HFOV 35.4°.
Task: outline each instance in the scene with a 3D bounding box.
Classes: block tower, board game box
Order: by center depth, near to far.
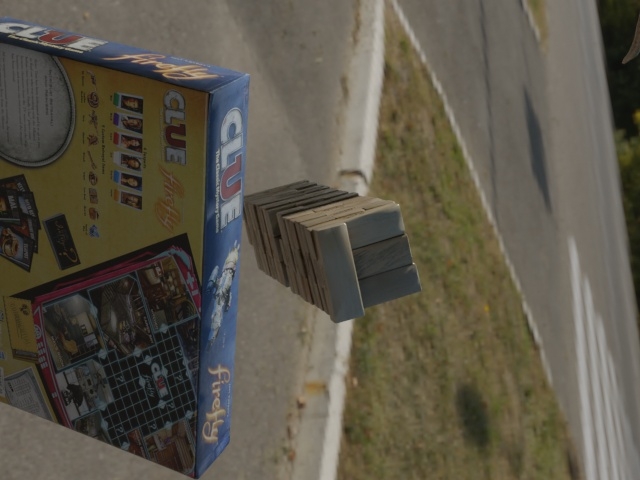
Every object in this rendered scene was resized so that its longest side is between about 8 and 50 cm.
[{"bbox_3d":[-0.127,0.007,0.588,0.042,0.165,0.243,-40,142,-56],"label":"board game box"},{"bbox_3d":[0.000,0.000,1.051,0.335,0.097,0.091,-152,-133,-73],"label":"block tower"}]

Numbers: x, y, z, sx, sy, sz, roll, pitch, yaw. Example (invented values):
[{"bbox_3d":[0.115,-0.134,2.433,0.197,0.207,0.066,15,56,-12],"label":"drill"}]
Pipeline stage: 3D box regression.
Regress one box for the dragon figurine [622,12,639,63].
[{"bbox_3d":[0.313,-0.315,0.908,0.144,0.085,0.289,-29,114,-32],"label":"dragon figurine"}]
